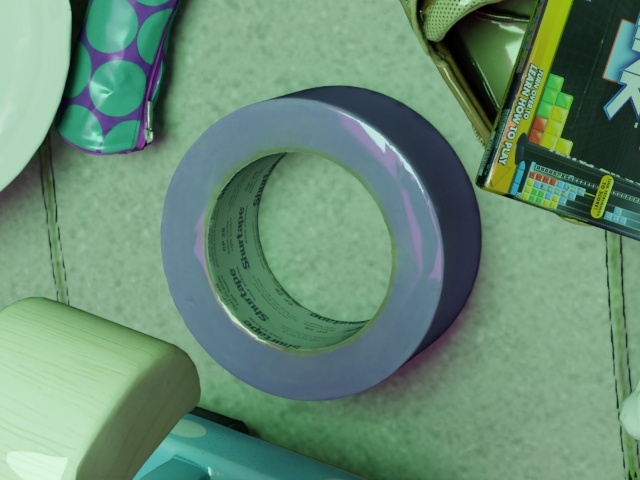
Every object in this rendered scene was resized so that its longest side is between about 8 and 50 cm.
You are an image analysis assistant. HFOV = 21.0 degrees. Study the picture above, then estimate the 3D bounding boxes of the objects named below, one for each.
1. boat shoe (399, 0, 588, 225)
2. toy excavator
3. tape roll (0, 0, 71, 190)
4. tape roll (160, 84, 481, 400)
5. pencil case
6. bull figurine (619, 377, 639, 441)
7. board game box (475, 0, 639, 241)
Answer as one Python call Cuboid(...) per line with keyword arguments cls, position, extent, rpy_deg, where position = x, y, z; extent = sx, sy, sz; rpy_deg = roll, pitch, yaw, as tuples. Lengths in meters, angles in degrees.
Cuboid(cls="boat shoe", position=(0.100, -0.153, 0.985), extent=(0.122, 0.120, 0.324), rpy_deg=(-33, 88, 25))
Cuboid(cls="toy excavator", position=(-0.081, 0.213, 0.959), extent=(0.222, 0.445, 0.433), rpy_deg=(19, 108, 18))
Cuboid(cls="tape roll", position=(-0.302, -0.142, 1.093), extent=(0.286, 0.100, 0.286), rpy_deg=(-4, 111, -10))
Cuboid(cls="tape roll", position=(0.000, 0.000, 1.082), extent=(0.189, 0.080, 0.189), rpy_deg=(5, 102, 22))
Cuboid(cls="pencil case", position=(-0.121, -0.131, 1.113), extent=(0.070, 0.064, 0.152), rpy_deg=(23, 108, 18))
Cuboid(cls="bull figurine", position=(0.288, 0.190, 0.988), extent=(0.188, 0.101, 0.310), rpy_deg=(-11, 96, 23))
Cuboid(cls="board game box", position=(0.175, -0.087, 0.911), extent=(0.141, 0.048, 0.170), rpy_deg=(17, 93, -2))
